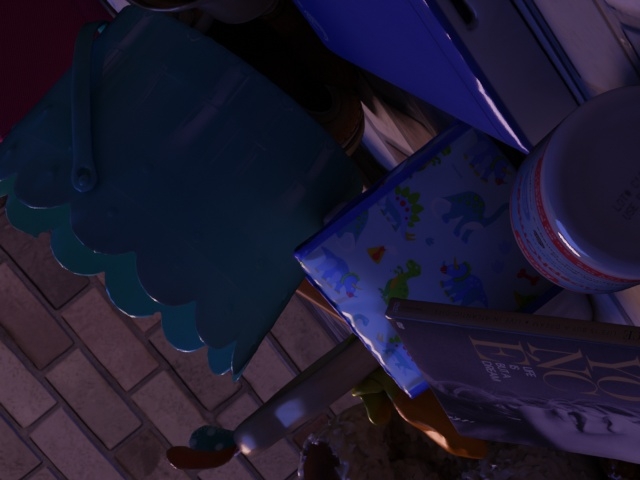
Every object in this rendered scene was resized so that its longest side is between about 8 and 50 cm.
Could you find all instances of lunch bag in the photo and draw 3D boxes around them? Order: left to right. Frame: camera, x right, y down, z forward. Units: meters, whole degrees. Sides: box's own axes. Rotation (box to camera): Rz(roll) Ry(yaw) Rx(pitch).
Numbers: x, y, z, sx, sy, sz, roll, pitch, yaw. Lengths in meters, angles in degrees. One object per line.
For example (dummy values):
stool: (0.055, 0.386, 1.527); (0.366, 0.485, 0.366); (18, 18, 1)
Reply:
lunch bag: (0.077, 0.011, 1.222); (0.129, 0.151, 0.096); (50, -175, -2)

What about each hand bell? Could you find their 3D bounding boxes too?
hand bell: (-0.035, -0.168, 1.378); (0.126, 0.126, 0.242); (47, -175, 37)

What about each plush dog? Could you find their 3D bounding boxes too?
plush dog: (0.147, 0.194, 1.569); (0.225, 0.262, 0.210); (50, -168, 18)

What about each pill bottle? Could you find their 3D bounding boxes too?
pill bottle: (0.137, -0.019, 0.892); (0.087, 0.087, 0.160); (51, 175, 3)

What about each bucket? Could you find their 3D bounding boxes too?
bucket: (-0.115, -0.040, 1.454); (0.281, 0.183, 0.281); (35, 169, 8)

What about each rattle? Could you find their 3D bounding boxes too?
rattle: (0.002, 0.159, 1.452); (0.143, 0.200, 0.130); (52, 175, -17)

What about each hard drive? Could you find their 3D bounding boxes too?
hard drive: (0.021, -0.168, 1.101); (0.210, 0.040, 0.319); (53, 174, -25)

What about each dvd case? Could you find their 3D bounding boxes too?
dvd case: (0.165, 0.093, 1.134); (0.221, 0.018, 0.164); (6, 150, 26)

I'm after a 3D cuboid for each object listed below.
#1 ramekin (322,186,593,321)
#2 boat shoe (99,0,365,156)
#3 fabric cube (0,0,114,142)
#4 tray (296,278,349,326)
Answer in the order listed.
ramekin: (0.107, 0.030, 1.377); (0.207, 0.109, 0.207); (50, 174, 7)
boat shoe: (-0.083, -0.186, 1.548); (0.302, 0.113, 0.103); (39, 171, 11)
fabric cube: (-0.258, -0.250, 1.738); (0.258, 0.259, 0.254); (53, 176, 1)
tray: (0.000, 0.000, 1.808); (0.411, 0.076, 0.203); (31, 165, 29)
